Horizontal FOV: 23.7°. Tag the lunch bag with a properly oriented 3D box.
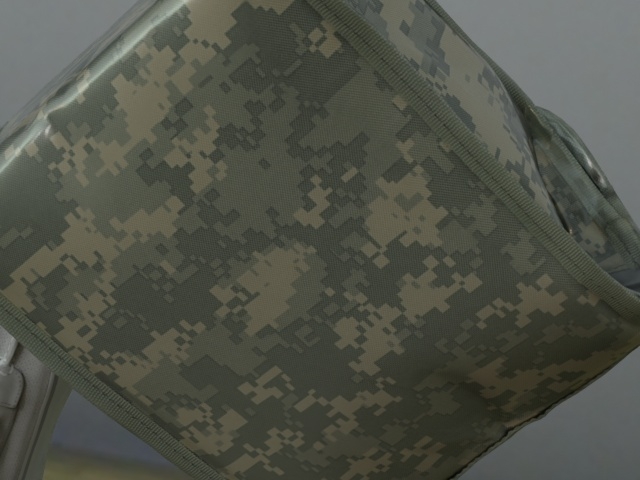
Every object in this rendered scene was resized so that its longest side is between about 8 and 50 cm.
[{"bbox_3d":[0.000,0.000,0.747,0.287,0.235,0.169,46,22,-13],"label":"lunch bag"}]

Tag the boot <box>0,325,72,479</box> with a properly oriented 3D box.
[{"bbox_3d":[-0.217,0.093,0.891,0.095,0.258,0.123,30,32,28],"label":"boot"}]
